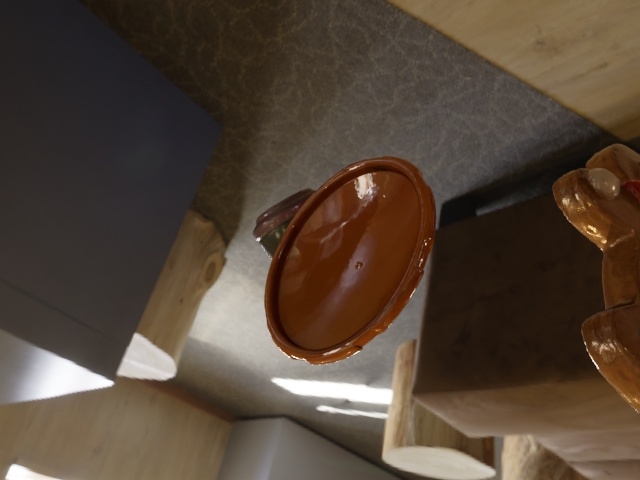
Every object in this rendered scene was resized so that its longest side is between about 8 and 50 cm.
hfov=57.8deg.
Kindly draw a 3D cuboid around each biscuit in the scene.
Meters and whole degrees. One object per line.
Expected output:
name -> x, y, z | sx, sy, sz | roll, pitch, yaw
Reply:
biscuit -> 0.264, 0.019, 0.436 | 0.205, 0.324, 0.049 | 37, 128, -7

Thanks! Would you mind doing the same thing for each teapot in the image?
teapot -> -0.002, 0.001, 0.812 | 0.146, 0.148, 0.116 | 59, 175, 1

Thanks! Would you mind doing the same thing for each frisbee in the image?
frisbee -> 0.024, 0.016, 0.495 | 0.035, 0.192, 0.192 | 33, 141, -33
